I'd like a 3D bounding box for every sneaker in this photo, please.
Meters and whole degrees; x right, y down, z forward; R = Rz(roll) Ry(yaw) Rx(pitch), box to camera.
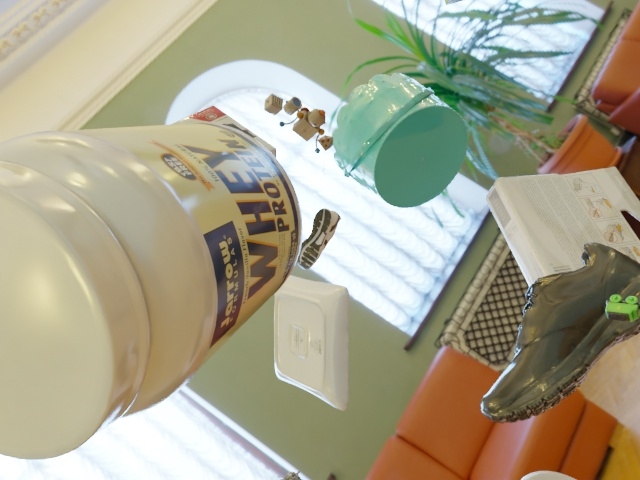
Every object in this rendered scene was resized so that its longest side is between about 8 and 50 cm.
[{"bbox_3d":[0.306,0.120,0.620,0.286,0.130,0.109,-40,-33,-5],"label":"sneaker"},{"bbox_3d":[0.000,0.000,0.749,0.044,0.040,0.109,-3,-52,-56],"label":"sneaker"}]

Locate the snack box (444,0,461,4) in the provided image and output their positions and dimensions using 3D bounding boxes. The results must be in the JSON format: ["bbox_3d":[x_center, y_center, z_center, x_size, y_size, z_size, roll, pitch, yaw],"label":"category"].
[{"bbox_3d":[0.230,-0.511,0.750,0.070,0.207,0.174,-14,9,0],"label":"snack box"}]

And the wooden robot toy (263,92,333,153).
[{"bbox_3d":[-0.022,-0.248,0.949,0.079,0.173,0.076,-27,38,48],"label":"wooden robot toy"}]

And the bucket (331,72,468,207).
[{"bbox_3d":[0.179,-0.220,1.077,0.281,0.183,0.281,-15,-52,-20],"label":"bucket"}]

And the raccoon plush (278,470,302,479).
[{"bbox_3d":[0.021,0.514,0.652,0.216,0.446,0.299,19,83,61],"label":"raccoon plush"}]

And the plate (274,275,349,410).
[{"bbox_3d":[-0.037,0.231,1.126,0.045,0.278,0.277,-1,-86,-38],"label":"plate"}]

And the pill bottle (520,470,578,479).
[{"bbox_3d":[0.293,0.474,0.652,0.160,0.160,0.283,-43,-29,-61],"label":"pill bottle"}]

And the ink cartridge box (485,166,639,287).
[{"bbox_3d":[0.481,0.005,0.863,0.066,0.261,0.296,101,160,-55],"label":"ink cartridge box"}]

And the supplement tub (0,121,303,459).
[{"bbox_3d":[-0.170,0.012,0.448,0.235,0.235,0.325,-59,-5,21],"label":"supplement tub"}]

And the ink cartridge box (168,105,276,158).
[{"bbox_3d":[-0.181,-0.155,0.855,0.127,0.175,0.072,-37,-28,-33],"label":"ink cartridge box"}]

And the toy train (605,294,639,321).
[{"bbox_3d":[0.287,0.062,0.403,0.083,0.017,0.024,2,43,47],"label":"toy train"}]
